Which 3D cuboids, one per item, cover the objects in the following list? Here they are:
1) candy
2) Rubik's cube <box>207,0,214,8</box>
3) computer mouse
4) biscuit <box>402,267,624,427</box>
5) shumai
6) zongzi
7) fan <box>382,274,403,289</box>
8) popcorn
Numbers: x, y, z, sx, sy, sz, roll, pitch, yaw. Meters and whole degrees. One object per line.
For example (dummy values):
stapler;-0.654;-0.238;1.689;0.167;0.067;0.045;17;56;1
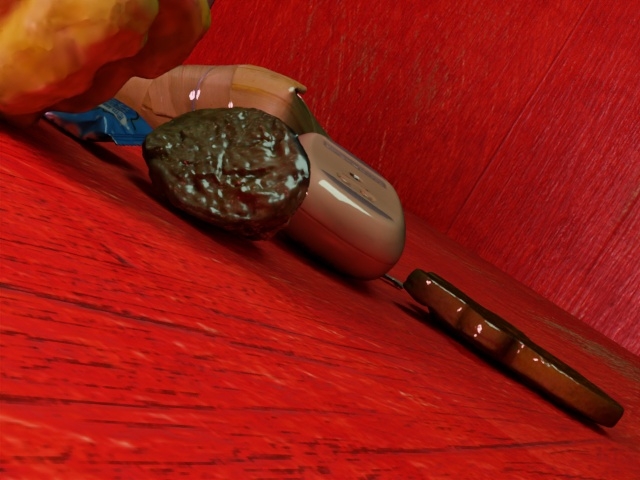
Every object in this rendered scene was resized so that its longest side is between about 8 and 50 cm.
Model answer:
candy;-0.198;-0.105;1.031;0.136;0.038;0.088;26;17;18
Rubik's cube;-0.319;-0.432;1.611;0.362;0.359;0.363;35;5;17
computer mouse;0.012;-0.030;1.199;0.145;0.082;0.236;33;13;-10
biscuit;0.181;0.103;1.200;0.236;0.039;0.180;34;4;17
shumai;-0.069;-0.040;0.979;0.123;0.105;0.139;-22;23;-25
zongzi;-0.116;-0.116;1.395;0.256;0.115;0.228;7;-18;20
fan;0.000;0.000;1.293;0.220;0.009;0.132;29;7;-23
popcorn;-0.196;-0.195;0.859;0.242;0.235;0.250;54;23;-7
